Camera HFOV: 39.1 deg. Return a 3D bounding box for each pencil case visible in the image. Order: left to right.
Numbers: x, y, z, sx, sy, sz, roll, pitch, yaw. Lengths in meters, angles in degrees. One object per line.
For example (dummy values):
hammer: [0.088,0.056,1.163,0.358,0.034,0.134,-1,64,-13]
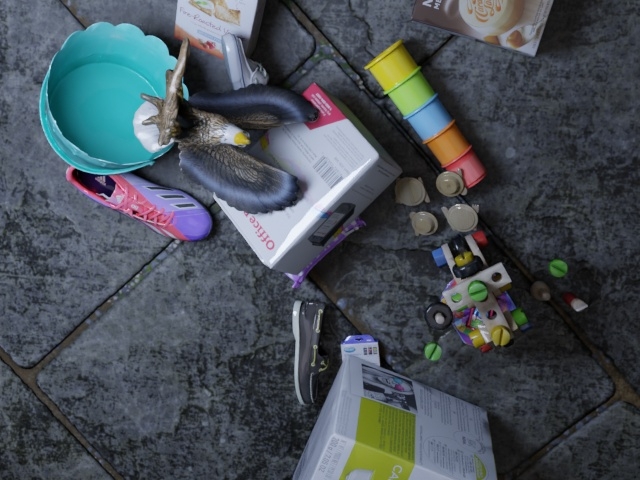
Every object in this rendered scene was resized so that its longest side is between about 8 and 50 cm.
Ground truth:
pencil case: [0.000,0.000,1.850,0.206,0.086,0.088,-43,68,14]

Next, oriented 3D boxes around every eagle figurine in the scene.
eagle figurine: [-0.170,-0.192,1.637,0.226,0.298,0.225,-46,51,25]

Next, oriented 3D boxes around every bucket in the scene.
bucket: [-0.402,-0.259,1.739,0.281,0.183,0.281,3,80,-20]

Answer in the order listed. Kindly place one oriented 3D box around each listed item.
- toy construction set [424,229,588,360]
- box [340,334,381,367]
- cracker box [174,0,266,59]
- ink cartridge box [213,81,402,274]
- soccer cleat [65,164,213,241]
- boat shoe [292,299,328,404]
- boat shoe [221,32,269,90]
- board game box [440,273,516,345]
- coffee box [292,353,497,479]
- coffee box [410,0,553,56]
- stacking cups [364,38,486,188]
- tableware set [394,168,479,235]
toy construction set: [0.355,0.115,1.730,0.308,0.237,0.258,-2,95,3]
box: [0.089,0.266,1.930,0.081,0.028,0.136,-4,99,7]
cracker box: [-0.189,-0.451,1.715,0.155,0.067,0.232,24,147,1]
ink cartridge box: [-0.029,-0.117,1.765,0.306,0.131,0.226,-45,63,15]
soccer cleat: [-0.375,-0.080,1.859,0.318,0.116,0.109,28,103,0]
boat shoe: [-0.017,0.240,1.907,0.068,0.081,0.228,-1,99,10]
boat shoe: [-0.140,-0.321,1.766,0.075,0.226,0.083,-17,56,-5]
board game box: [0.332,0.146,1.875,0.133,0.033,0.169,-31,97,11]
coffee box: [0.132,0.494,1.798,0.334,0.338,0.338,22,108,-1]
coffee box: [0.307,-0.451,1.716,0.246,0.098,0.141,16,103,2]
stacking cups: [0.219,-0.246,1.783,0.096,0.096,0.316,-37,101,12]
tableware set: [0.233,-0.073,1.808,0.168,0.020,0.141,-8,117,25]
